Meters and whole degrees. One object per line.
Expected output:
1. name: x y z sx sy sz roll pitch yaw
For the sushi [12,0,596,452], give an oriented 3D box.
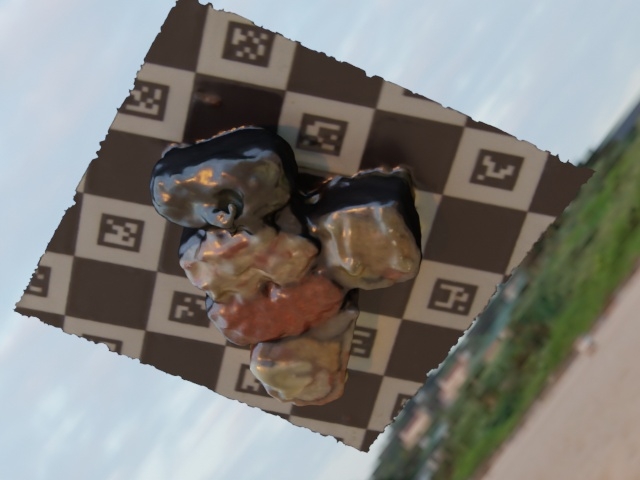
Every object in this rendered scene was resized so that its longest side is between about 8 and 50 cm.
1. sushi: -0.027 0.023 1.256 0.339 0.320 0.068 -55 19 36
